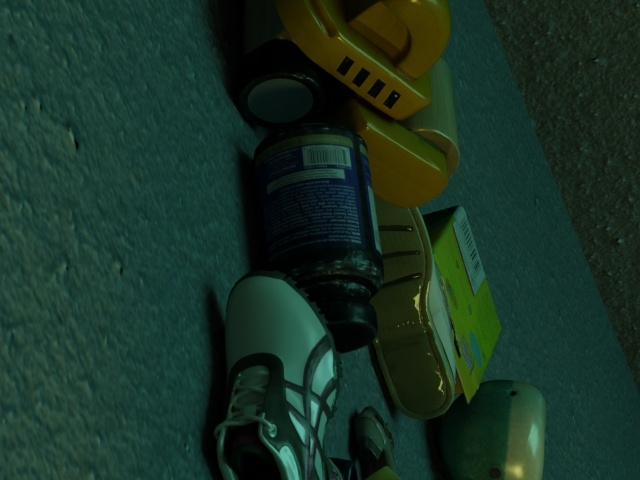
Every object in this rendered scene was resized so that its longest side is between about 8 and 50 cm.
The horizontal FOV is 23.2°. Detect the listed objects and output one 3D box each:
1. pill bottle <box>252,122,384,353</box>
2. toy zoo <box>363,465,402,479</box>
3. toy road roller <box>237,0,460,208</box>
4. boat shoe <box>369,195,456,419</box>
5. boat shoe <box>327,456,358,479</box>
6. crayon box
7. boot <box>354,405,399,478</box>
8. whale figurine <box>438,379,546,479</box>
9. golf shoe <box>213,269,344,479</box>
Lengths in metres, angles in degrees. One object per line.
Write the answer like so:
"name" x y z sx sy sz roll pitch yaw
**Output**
"pill bottle" 0.000 0.000 1.601 0.123 0.123 0.219 44 35 -59
"toy zoo" 0.124 0.332 1.442 0.192 0.030 0.293 44 -18 50
"toy road roller" 0.072 -0.211 1.710 0.329 0.240 0.202 31 42 -36
"boat shoe" 0.097 0.063 1.904 0.103 0.113 0.302 -67 148 -71
"boat shoe" 0.026 0.330 1.456 0.109 0.089 0.258 -44 118 -71
"crayon box" 0.164 0.086 2.123 0.318 0.081 0.202 -45 118 -71
"boot" 0.071 0.247 1.758 0.087 0.042 0.118 -72 144 -65
"whale figurine" 0.223 0.314 2.091 0.216 0.141 0.272 -73 169 -60
"golf shoe" -0.041 0.151 1.377 0.120 0.105 0.273 26 51 -64
